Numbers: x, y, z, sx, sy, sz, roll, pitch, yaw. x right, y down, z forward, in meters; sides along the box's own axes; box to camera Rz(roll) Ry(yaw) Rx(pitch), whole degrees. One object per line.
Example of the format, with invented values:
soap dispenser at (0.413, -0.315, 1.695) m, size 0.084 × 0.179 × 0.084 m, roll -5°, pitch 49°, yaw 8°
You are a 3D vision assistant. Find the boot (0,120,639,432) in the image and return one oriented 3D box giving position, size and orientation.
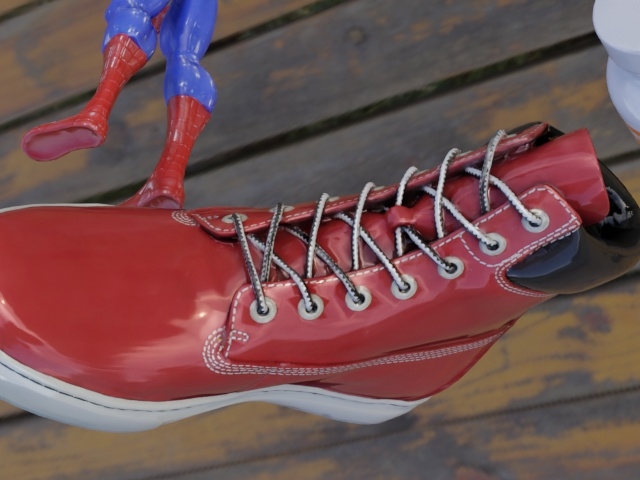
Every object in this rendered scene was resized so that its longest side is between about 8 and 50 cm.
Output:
boot at (0.000, 0.000, 0.551) m, size 0.176 × 0.244 × 0.088 m, roll -36°, pitch 59°, yaw 40°

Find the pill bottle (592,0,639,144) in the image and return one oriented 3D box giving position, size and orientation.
pill bottle at (0.182, -0.063, 0.693) m, size 0.086 × 0.086 × 0.152 m, roll -9°, pitch 141°, yaw 34°

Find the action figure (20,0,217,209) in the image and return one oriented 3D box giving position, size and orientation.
action figure at (-0.101, -0.128, 0.809) m, size 0.139 × 0.280 × 0.091 m, roll -15°, pitch 134°, yaw 37°
